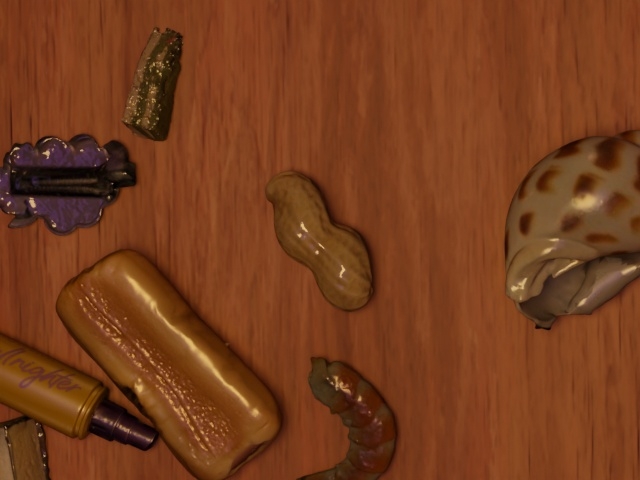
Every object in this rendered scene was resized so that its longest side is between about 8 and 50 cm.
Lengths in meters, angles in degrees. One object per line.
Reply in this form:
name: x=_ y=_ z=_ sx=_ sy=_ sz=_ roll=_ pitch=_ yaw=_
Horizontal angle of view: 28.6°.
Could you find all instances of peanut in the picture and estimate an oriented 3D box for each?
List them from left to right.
peanut: x=0.000 y=0.000 z=1.489 sx=0.082 sy=0.082 sz=0.187 roll=-41 pitch=85 yaw=7

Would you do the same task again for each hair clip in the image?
hair clip: x=-0.321 y=-0.068 z=1.545 sx=0.195 sy=0.052 sz=0.124 roll=-3 pitch=86 yaw=13

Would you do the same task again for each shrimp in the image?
shrimp: x=0.007 y=0.233 z=1.514 sx=0.166 sy=0.049 sz=0.161 roll=-43 pitch=87 yaw=15

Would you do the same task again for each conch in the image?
conch: x=0.310 y=-0.035 z=1.408 sx=0.275 sy=0.183 sz=0.148 roll=-27 pitch=57 yaw=2

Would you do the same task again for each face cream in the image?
face cream: x=-0.325 y=0.188 z=1.536 sx=0.273 sy=0.078 sz=0.078 roll=25 pitch=95 yaw=7

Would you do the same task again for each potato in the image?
potato: x=-0.380 y=0.282 z=1.548 sx=0.061 sy=0.086 sz=0.122 roll=-9 pitch=92 yaw=22

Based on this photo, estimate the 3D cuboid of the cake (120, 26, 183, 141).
cake: x=-0.203 y=-0.192 z=1.523 sx=0.051 sy=0.055 sz=0.140 roll=10 pitch=91 yaw=14

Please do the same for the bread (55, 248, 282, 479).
bread: x=-0.178 y=0.145 z=1.508 sx=0.142 sy=0.091 sz=0.305 roll=-42 pitch=86 yaw=8
